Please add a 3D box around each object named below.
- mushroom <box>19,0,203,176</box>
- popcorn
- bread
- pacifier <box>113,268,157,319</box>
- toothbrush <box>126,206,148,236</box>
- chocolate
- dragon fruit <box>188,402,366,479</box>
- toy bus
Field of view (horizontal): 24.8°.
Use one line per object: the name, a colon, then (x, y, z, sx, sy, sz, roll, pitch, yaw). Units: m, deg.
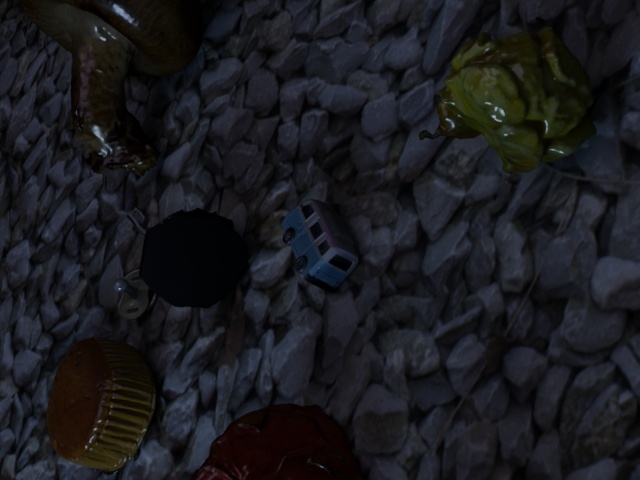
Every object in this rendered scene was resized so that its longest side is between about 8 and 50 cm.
mushroom: (-0.366, -0.335, 2.363, 0.356, 0.334, 0.331, -52, 35, 3)
popcorn: (0.202, -0.163, 1.611, 0.173, 0.168, 0.195, -61, 35, 3)
bread: (-0.329, 0.239, 2.141, 0.199, 0.104, 0.199, -30, 50, 43)
pacifier: (-0.287, 0.077, 2.216, 0.068, 0.064, 0.083, -9, 63, 31)
toothbrush: (-0.240, 0.012, 2.229, 0.026, 0.024, 0.288, -49, 35, 1)
chocolate: (-0.183, 0.010, 2.072, 0.156, 0.156, 0.133, -58, 18, 12)
dragon fruit: (-0.066, 0.331, 1.698, 0.205, 0.152, 0.317, 1, 72, 52)
toy bus: (0.000, 0.000, 1.882, 0.075, 0.060, 0.123, -46, 41, 20)
